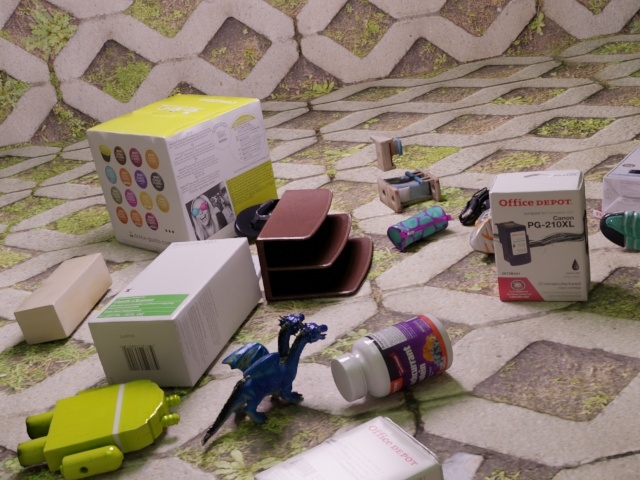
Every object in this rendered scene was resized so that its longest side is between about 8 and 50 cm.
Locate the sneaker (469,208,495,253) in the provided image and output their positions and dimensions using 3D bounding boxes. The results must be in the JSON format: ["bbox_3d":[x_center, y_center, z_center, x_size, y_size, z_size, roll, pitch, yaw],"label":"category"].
[{"bbox_3d":[0.386,-0.025,2.037,0.083,0.084,0.215,-10,14,39],"label":"sneaker"}]

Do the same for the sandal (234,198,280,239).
[{"bbox_3d":[-0.114,-0.076,2.343,0.254,0.054,0.097,-23,60,-28],"label":"sandal"}]

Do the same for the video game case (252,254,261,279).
[{"bbox_3d":[-0.208,0.078,2.114,0.143,0.019,0.157,-6,23,10],"label":"video game case"}]

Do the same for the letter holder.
[{"bbox_3d":[0.000,0.000,2.041,0.214,0.152,0.302,-3,23,12],"label":"letter holder"}]

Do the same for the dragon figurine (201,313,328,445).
[{"bbox_3d":[-0.110,0.228,1.539,0.289,0.144,0.085,-24,25,-30],"label":"dragon figurine"}]

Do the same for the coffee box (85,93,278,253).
[{"bbox_3d":[-0.360,-0.186,2.402,0.338,0.334,0.338,10,30,41],"label":"coffee box"}]

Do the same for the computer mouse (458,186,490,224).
[{"bbox_3d":[0.478,-0.101,2.175,0.272,0.072,0.188,1,24,26],"label":"computer mouse"}]

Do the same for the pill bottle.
[{"bbox_3d":[0.120,0.205,1.542,0.193,0.108,0.108,-19,24,-20],"label":"pill bottle"}]

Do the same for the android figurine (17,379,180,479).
[{"bbox_3d":[-0.377,0.318,1.557,0.273,0.056,0.248,-13,22,-5],"label":"android figurine"}]

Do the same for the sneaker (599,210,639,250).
[{"bbox_3d":[0.705,-0.026,1.899,0.224,0.083,0.098,9,20,16],"label":"sneaker"}]

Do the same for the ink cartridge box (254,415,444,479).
[{"bbox_3d":[0.043,0.349,1.248,0.218,0.092,0.158,-22,25,-22],"label":"ink cartridge box"}]

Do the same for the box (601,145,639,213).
[{"bbox_3d":[0.774,-0.139,2.078,0.169,0.087,0.290,8,24,34],"label":"box"}]

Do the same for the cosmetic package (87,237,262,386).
[{"bbox_3d":[-0.281,0.139,1.822,0.197,0.155,0.365,-5,24,20],"label":"cosmetic package"}]

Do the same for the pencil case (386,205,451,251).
[{"bbox_3d":[0.232,-0.031,2.122,0.152,0.064,0.070,-25,10,-30],"label":"pencil case"}]

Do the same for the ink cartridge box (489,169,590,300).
[{"bbox_3d":[0.428,-0.008,1.749,0.172,0.237,0.100,-1,24,22],"label":"ink cartridge box"}]

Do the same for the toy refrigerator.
[{"bbox_3d":[-0.580,0.132,2.056,0.102,0.094,0.269,-12,20,14],"label":"toy refrigerator"}]

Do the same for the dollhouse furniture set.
[{"bbox_3d":[0.223,-0.187,2.347,0.129,0.183,0.129,-16,23,-14],"label":"dollhouse furniture set"}]

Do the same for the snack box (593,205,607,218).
[{"bbox_3d":[0.697,-0.049,2.016,0.064,0.022,0.178,-18,23,-21],"label":"snack box"}]
